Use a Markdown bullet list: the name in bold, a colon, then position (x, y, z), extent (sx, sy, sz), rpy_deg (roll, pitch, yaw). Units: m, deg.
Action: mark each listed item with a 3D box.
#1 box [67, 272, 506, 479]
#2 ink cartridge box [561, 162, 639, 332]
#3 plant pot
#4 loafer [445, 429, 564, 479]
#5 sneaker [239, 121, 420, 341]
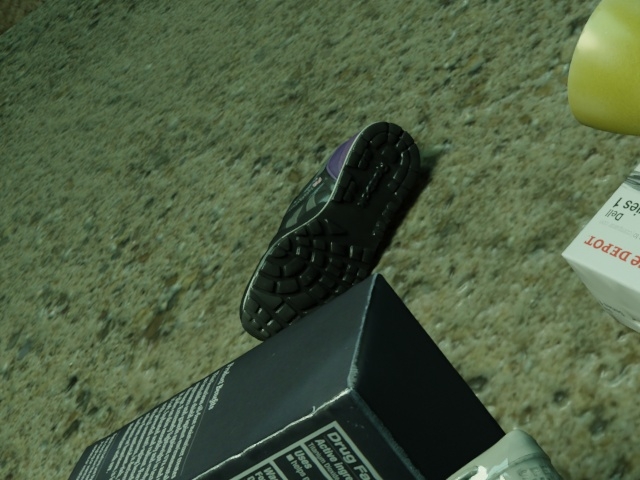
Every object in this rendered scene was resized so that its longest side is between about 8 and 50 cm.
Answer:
- **box**: position (0.005, 0.235, 1.014), extent (0.294, 0.296, 0.182), rpy_deg (-31, 17, 22)
- **ink cartridge box**: position (0.329, -0.020, 1.150), extent (0.219, 0.092, 0.160), rpy_deg (-48, 29, -6)
- **plant pot**: position (0.283, -0.139, 1.155), extent (0.095, 0.134, 0.134), rpy_deg (31, 77, 37)
- **loafer**: position (0.035, 0.224, 0.857), extent (0.319, 0.112, 0.111), rpy_deg (-37, 59, 31)
- **sneaker**: position (0.000, 0.000, 1.550), extent (0.283, 0.107, 0.124), rpy_deg (-53, 16, -20)
